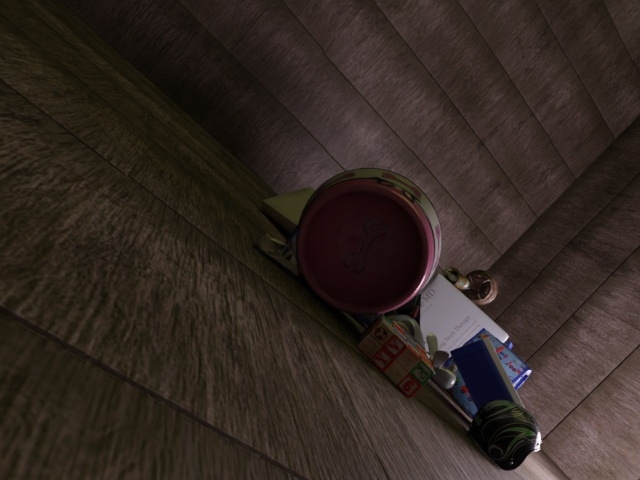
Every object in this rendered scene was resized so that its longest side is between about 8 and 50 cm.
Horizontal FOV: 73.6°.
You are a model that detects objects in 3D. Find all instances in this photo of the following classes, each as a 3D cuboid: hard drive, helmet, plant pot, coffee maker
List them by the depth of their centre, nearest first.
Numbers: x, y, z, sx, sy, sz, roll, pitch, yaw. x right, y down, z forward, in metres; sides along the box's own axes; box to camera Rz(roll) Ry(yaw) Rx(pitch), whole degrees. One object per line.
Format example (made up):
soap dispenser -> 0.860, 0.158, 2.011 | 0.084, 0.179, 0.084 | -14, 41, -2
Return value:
helmet -> 0.514, 0.526, 1.185 | 0.169, 0.161, 0.169 | 43, 4, -4
hard drive -> 0.544, 0.483, 1.363 | 0.210, 0.040, 0.319 | 116, -45, -63
coffee maker -> 0.373, 0.305, 1.781 | 0.120, 0.178, 0.171 | 6, -12, -15
plant pot -> 0.732, 0.215, 1.984 | 0.167, 0.167, 0.165 | 45, 12, 22

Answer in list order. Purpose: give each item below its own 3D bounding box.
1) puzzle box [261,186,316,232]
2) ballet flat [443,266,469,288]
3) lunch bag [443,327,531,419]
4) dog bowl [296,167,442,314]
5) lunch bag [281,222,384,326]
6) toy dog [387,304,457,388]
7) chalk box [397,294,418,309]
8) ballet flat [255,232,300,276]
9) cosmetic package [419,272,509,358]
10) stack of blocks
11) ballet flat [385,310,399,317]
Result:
puzzle box -> -0.007, -0.079, 1.705 | 0.272, 0.052, 0.409 | -21, 45, -40
ballet flat -> 0.603, 0.159, 1.952 | 0.067, 0.073, 0.206 | 25, 6, -15
lunch bag -> 0.610, 0.489, 1.588 | 0.138, 0.293, 0.221 | 40, 5, -43
dog bowl -> 0.116, 0.014, 1.134 | 0.408, 0.408, 0.150 | 43, 16, 1
lunch bag -> 0.116, 0.022, 1.385 | 0.385, 0.328, 0.239 | 39, 5, -6
toy dog -> 0.372, 0.361, 1.535 | 0.333, 0.161, 0.220 | 41, 5, -21
chalk box -> 0.277, 0.156, 1.681 | 0.289, 0.180, 0.179 | -1, 24, -23
ballet flat -> -0.095, 0.038, 1.094 | 0.168, 0.052, 0.057 | 40, 5, -41
cosmetic package -> 0.585, 0.404, 2.001 | 0.393, 0.329, 0.327 | 43, 5, 14
stack of blocks -> 0.197, 0.284, 1.139 | 0.171, 0.087, 0.297 | 44, 4, 9
ballet flat -> 0.262, 0.306, 1.727 | 0.231, 0.077, 0.077 | 43, -13, 25
